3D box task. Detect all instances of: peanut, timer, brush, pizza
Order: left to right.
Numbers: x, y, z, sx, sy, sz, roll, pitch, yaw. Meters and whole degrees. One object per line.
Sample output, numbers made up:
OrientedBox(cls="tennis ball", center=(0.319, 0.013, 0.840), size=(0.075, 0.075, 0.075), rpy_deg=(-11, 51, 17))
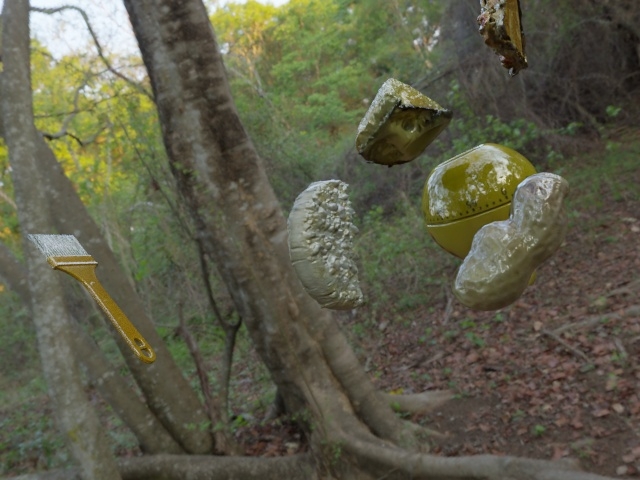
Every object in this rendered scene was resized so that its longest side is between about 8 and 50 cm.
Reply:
OrientedBox(cls="brush", center=(-0.345, 0.088, 0.891), size=(0.013, 0.272, 0.103), rpy_deg=(-44, -11, 10))
OrientedBox(cls="timer", center=(0.474, -0.068, 1.610), size=(0.376, 0.386, 0.376), rpy_deg=(-24, 6, 3))
OrientedBox(cls="pizza", center=(0.413, -0.464, 1.277), size=(0.074, 0.251, 0.287), rpy_deg=(-6, 47, 32))
OrientedBox(cls="peanut", center=(0.276, 0.006, 0.809), size=(0.227, 0.104, 0.085), rpy_deg=(-51, -7, 4))

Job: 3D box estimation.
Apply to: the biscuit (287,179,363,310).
OrientedBox(cls="biscuit", center=(0.000, 0.000, 1.167), size=(0.084, 0.281, 0.179), rpy_deg=(-17, -20, 38))

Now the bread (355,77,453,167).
OrientedBox(cls="bread", center=(0.186, -0.295, 1.460), size=(0.262, 0.162, 0.204), rpy_deg=(2, -51, -46))
